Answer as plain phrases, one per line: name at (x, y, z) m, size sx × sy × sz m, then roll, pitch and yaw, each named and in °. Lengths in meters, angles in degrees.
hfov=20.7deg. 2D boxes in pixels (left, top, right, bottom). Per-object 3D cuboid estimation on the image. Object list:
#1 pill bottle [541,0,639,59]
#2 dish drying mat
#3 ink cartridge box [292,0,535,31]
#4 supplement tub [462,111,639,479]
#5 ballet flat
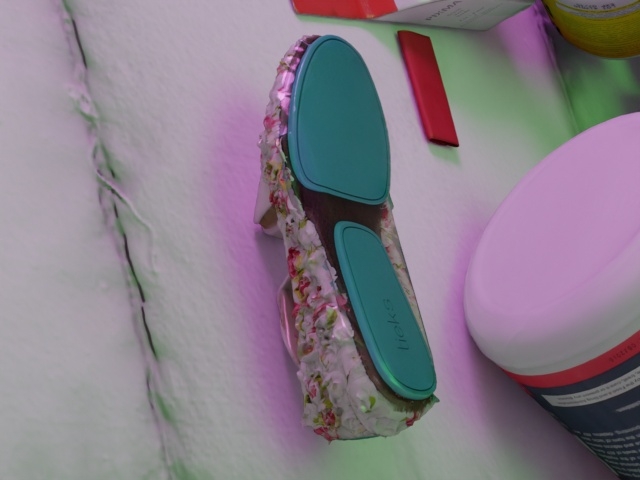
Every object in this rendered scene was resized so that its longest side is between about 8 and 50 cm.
pill bottle at (0.214, -0.203, 1.283) m, size 0.215 × 0.117 × 0.117 m, roll 33°, pitch 37°, yaw -72°
dish drying mat at (0.071, -0.101, 1.166) m, size 0.032 × 0.008 × 0.083 m, roll 11°, pitch 58°, yaw -47°
ink cartridge box at (0.039, -0.235, 1.184) m, size 0.225 × 0.056 × 0.181 m, roll -3°, pitch 68°, yaw -54°
supplement tub at (0.238, 0.068, 1.093) m, size 0.272 × 0.191 × 0.191 m, roll 43°, pitch 38°, yaw -24°
ballet flat at (0.000, 0.000, 0.941) m, size 0.091 × 0.077 × 0.241 m, roll 17°, pitch 51°, yaw -38°
